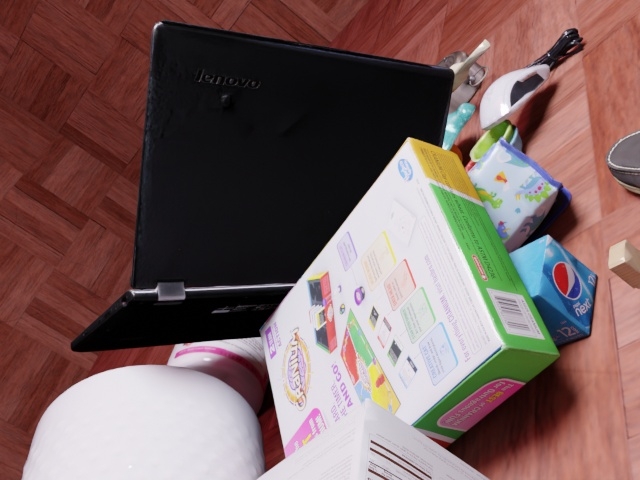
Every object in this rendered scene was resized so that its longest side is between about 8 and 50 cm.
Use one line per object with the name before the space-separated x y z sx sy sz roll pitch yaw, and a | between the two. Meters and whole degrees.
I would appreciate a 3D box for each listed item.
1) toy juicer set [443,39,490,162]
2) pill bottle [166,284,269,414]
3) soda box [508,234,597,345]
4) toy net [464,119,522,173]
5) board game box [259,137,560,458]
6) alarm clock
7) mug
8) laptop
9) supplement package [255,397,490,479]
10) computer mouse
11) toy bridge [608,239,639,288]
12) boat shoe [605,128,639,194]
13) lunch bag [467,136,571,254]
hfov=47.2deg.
toy juicer set | 0.168 -0.137 1.094 0.329 0.089 0.209 -58 2 16
pill bottle | -0.146 0.154 1.222 0.160 0.160 0.283 -43 20 34
soda box | 0.157 0.076 0.707 0.210 0.067 0.071 -36 24 49
toy net | 0.176 -0.062 0.971 0.232 0.045 0.122 -50 17 13
board game box | 0.056 0.097 0.715 0.316 0.064 0.242 -52 39 36
alarm clock | 0.220 -0.261 1.228 0.129 0.064 0.192 -58 20 -13
mug | -0.231 0.352 0.762 0.374 0.276 0.328 -16 33 0
laptop | -0.078 -0.030 0.909 0.408 0.382 0.236 -33 63 52
supplement package | 0.020 0.273 0.544 0.194 0.149 0.203 -44 19 31
computer mouse | 0.259 -0.207 0.948 0.193 0.042 0.106 -43 7 -36
toy bridge | 0.292 -0.007 0.506 0.188 0.063 0.026 -38 23 47
boat shoe | 0.309 -0.084 0.596 0.080 0.073 0.223 -56 17 -6
lunch bag | 0.192 -0.030 0.784 0.129 0.096 0.151 -50 -12 13
